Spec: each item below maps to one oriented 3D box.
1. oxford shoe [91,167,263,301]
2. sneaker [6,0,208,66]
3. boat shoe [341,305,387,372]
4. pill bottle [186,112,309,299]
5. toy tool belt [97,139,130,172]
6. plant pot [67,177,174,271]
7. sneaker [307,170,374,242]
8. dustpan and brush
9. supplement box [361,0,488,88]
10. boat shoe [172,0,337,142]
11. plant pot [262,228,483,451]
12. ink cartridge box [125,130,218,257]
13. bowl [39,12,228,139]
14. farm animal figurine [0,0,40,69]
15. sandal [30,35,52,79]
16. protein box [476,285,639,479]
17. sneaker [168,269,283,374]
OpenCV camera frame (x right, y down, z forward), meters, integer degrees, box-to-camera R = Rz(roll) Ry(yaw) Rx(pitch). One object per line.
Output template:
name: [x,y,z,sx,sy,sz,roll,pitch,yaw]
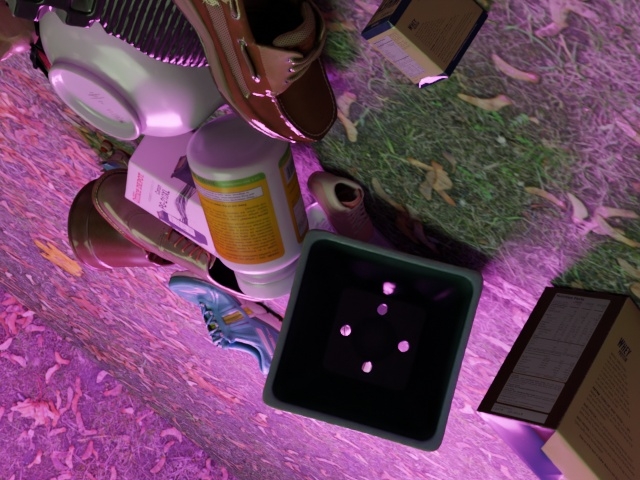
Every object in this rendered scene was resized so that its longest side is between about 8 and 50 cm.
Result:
oxford shoe: [-0.206,-0.011,2.079,0.348,0.123,0.130,29,179,-17]
sneaker: [-0.225,-0.310,1.491,0.330,0.146,0.122,17,139,-20]
boat shoe: [0.068,0.157,2.109,0.091,0.109,0.305,28,153,15]
pill bottle: [-0.090,-0.041,1.755,0.136,0.136,0.246,19,139,33]
toy tool belt: [-0.346,-0.124,2.158,0.083,0.051,0.052,42,158,-21]
plant pot: [-0.320,-0.024,2.219,0.165,0.167,0.167,4,146,38]
sneaker: [0.041,-0.041,1.767,0.134,0.051,0.070,50,160,-29]
dustpan and brush: [0.000,0.000,1.908,0.147,0.060,0.211,42,158,-23]
supplement box: [0.101,-0.209,1.244,0.083,0.083,0.056,39,159,-18]
boat shoe: [-0.058,-0.222,1.406,0.120,0.123,0.324,12,152,38]
plant pot: [0.074,0.140,1.821,0.247,0.248,0.252,15,176,3]
ink cartridge box: [-0.175,-0.067,1.959,0.237,0.100,0.172,33,159,1]
bowl: [-0.260,-0.227,1.677,0.297,0.134,0.298,30,160,12]
farm animal figurine: [-0.511,-0.390,1.654,0.326,0.172,0.330,34,168,40]
sandal: [-0.413,-0.270,1.938,0.179,0.040,0.067,36,160,-8]
protein box: [0.342,0.200,1.648,0.136,0.201,0.200,8,148,50]
sneaker: [-0.178,0.151,2.453,0.275,0.110,0.107,34,160,-1]
